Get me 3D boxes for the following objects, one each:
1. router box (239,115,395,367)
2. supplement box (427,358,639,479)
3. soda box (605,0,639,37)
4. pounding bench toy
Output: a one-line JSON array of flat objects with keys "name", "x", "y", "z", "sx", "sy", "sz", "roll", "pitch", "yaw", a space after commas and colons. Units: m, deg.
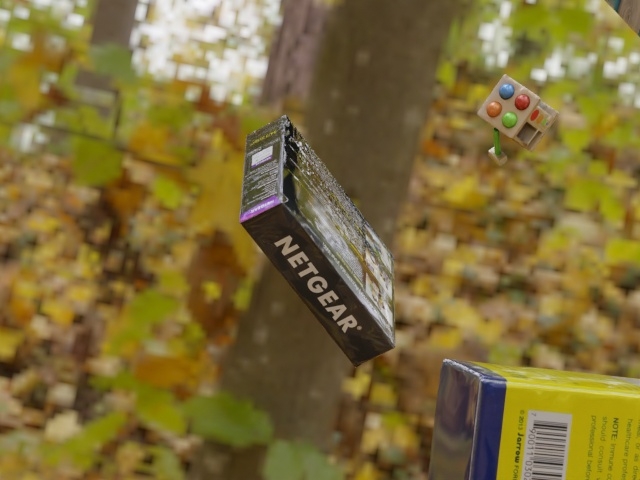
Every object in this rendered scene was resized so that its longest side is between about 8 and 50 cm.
[{"name": "router box", "x": 0.000, "y": 0.000, "z": 1.671, "sx": 0.046, "sy": 0.133, "sz": 0.179, "roll": -27, "pitch": -60, "yaw": 19}, {"name": "supplement box", "x": 0.299, "y": 0.236, "z": 1.948, "sx": 0.357, "sy": 0.195, "sz": 0.194, "roll": 6, "pitch": 1, "yaw": -7}, {"name": "soda box", "x": 0.237, "y": -0.254, "z": 1.607, "sx": 0.067, "sy": 0.210, "sz": 0.071, "roll": -28, "pitch": -19, "yaw": -40}, {"name": "pounding bench toy", "x": 0.199, "y": -0.122, "z": 2.099, "sx": 0.052, "sy": 0.083, "sz": 0.065, "roll": 38, "pitch": 6, "yaw": 30}]
